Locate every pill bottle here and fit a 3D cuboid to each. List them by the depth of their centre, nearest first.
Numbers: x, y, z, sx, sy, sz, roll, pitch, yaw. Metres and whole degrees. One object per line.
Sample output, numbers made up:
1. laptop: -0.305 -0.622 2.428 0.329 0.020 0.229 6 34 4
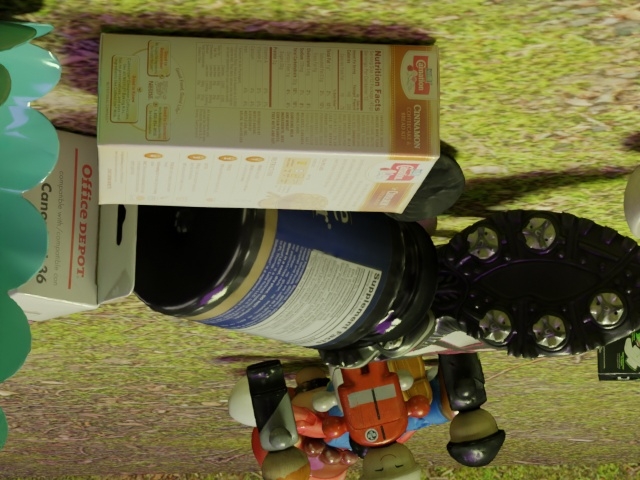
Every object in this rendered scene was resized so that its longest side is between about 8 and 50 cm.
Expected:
1. pill bottle: -0.022 0.007 1.322 0.123 0.122 0.219 -9 164 38

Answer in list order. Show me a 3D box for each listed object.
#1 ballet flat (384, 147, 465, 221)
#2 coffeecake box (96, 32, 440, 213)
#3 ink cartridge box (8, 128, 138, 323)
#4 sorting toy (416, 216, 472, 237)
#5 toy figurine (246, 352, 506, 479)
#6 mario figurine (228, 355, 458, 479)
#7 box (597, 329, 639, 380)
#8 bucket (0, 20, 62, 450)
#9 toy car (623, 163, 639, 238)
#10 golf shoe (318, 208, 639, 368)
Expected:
1. ballet flat: 0.036 -0.051 1.280 0.173 0.057 0.049 16 -158 -49
2. coffeecake box: -0.034 -0.064 1.129 0.186 0.068 0.142 2 168 -6
3. ink cartridge box: -0.200 -0.008 1.294 0.067 0.115 0.198 11 163 -40
4. sorting toy: 0.000 0.000 1.523 0.307 0.041 0.229 4 163 -17
5. toy figurine: 0.050 0.170 1.920 0.210 0.148 0.213 -10 -175 41
6. mario figurine: 0.029 0.170 2.221 0.198 0.170 0.320 43 139 -16
7. box: 0.323 0.114 2.003 0.083 0.052 0.062 0 169 10
8. bucket: -0.247 0.006 1.003 0.183 0.281 0.281 9 168 -1
9. toy car: 0.296 -0.002 1.300 0.136 0.159 0.182 -40 157 9
10. golf shoe: 0.125 0.034 1.442 0.273 0.105 0.120 -5 177 29
